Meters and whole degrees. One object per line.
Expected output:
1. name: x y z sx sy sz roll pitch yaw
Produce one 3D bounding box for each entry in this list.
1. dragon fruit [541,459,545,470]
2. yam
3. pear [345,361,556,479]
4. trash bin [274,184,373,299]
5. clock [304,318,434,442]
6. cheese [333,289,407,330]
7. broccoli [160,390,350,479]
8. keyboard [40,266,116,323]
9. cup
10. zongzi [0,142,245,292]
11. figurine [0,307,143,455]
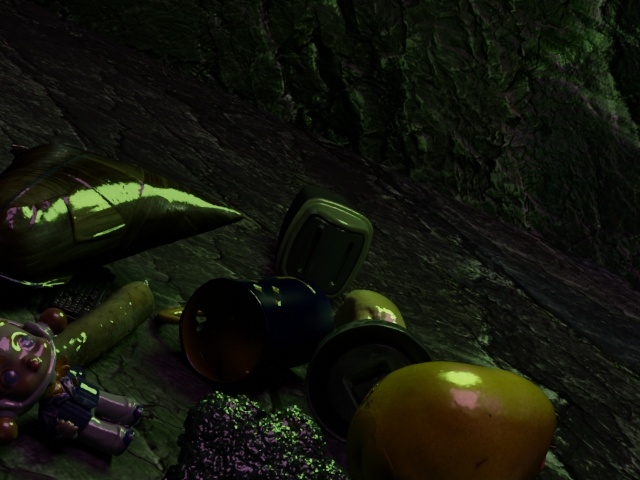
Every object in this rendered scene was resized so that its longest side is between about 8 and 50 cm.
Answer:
1. dragon fruit: 0.301 0.354 2.048 0.262 0.163 0.189 24 20 -51
2. yam: -0.353 0.144 1.811 0.083 0.083 0.371 30 20 7
3. pear: 0.208 0.316 1.773 0.336 0.284 0.285 -15 24 -1
4. trash bin: 0.000 0.000 2.543 0.182 0.209 0.290 22 12 -12
5. clock: 0.086 0.239 1.945 0.226 0.226 0.049 25 16 -7
6. cheese: 0.070 0.195 2.078 0.117 0.214 0.226 16 27 -20
7. broccoli: -0.090 0.327 1.486 0.269 0.254 0.269 27 -12 6
8. keyboard: -0.410 0.086 1.981 0.094 0.025 0.230 22 18 -7
9. cup: -0.132 0.126 2.027 0.255 0.178 0.256 36 17 22
10. zongzi: -0.358 -0.020 1.941 0.432 0.207 0.403 9 19 0
11. figurine: -0.374 0.190 1.565 0.274 0.133 0.193 12 66 -34
